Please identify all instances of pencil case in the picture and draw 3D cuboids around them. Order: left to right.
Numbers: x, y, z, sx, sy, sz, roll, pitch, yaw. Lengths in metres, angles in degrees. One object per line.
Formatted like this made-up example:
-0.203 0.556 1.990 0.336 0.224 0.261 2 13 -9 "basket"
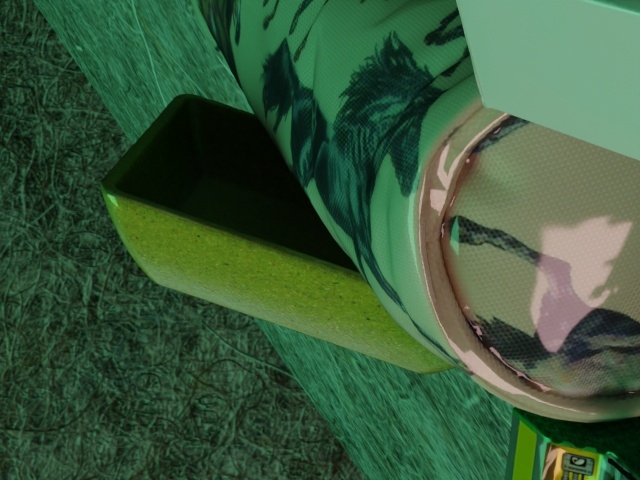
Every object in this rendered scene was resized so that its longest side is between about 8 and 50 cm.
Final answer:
0.067 -0.072 0.819 0.410 0.183 0.160 -123 35 -62 "pencil case"

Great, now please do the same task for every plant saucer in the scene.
0.000 0.000 0.874 0.188 0.045 0.188 19 -162 1 "plant saucer"

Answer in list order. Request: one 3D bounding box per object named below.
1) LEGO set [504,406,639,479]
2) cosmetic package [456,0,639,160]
0.212 0.184 0.702 0.331 0.255 0.192 32 126 46 "LEGO set"
0.155 -0.050 0.496 0.239 0.099 0.060 25 142 43 "cosmetic package"
